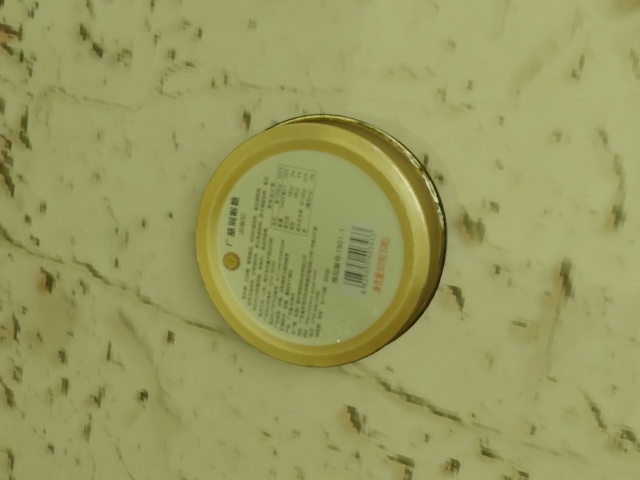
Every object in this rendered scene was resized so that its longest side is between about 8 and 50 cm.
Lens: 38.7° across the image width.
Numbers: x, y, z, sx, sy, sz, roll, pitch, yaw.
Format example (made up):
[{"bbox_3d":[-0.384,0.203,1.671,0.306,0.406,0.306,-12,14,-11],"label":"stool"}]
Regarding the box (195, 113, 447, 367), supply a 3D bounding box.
[{"bbox_3d":[0.000,0.000,0.384,0.105,0.037,0.105,3,100,18],"label":"box"}]
